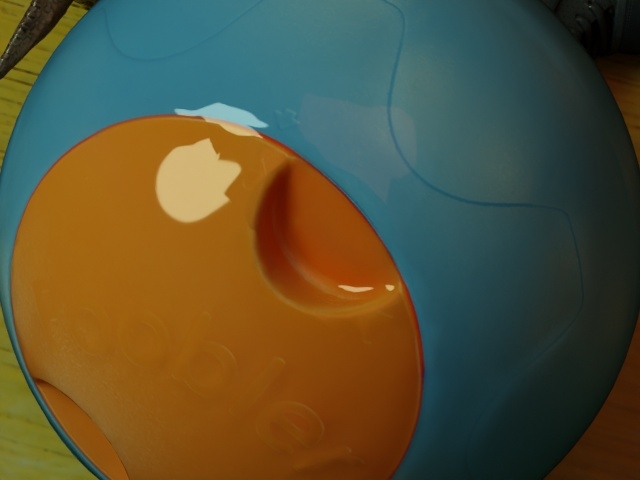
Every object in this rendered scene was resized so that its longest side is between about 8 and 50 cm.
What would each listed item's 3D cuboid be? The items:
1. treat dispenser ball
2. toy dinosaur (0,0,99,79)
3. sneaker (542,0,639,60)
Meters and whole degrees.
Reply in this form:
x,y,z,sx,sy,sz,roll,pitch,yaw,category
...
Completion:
x,y,z,sx,sy,sz,roll,pitch,yaw,category
0.000,0.000,0.788,0.288,0.288,0.288,4,60,-6,treat dispenser ball
-0.046,-0.185,0.940,0.296,0.200,0.127,-16,64,-16,toy dinosaur
0.156,-0.110,0.991,0.163,0.086,0.226,12,58,2,sneaker
